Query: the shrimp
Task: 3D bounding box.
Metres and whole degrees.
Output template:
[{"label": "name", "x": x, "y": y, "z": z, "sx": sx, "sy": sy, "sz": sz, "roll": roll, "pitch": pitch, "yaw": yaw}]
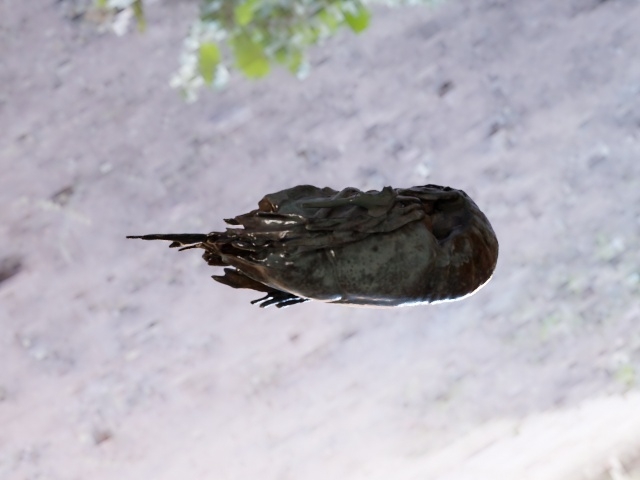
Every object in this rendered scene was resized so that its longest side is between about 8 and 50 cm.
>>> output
[{"label": "shrimp", "x": 0.000, "y": 0.000, "z": 1.051, "sx": 0.233, "sy": 0.079, "sz": 0.090, "roll": 2, "pitch": 146, "yaw": -21}]
